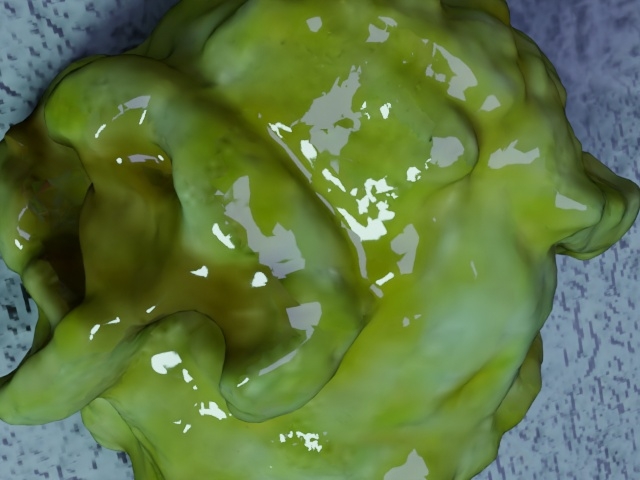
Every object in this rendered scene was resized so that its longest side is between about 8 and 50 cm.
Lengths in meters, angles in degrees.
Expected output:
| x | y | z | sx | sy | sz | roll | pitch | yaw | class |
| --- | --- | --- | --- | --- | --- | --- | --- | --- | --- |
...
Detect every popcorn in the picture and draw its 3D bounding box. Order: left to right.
| x | y | z | sx | sy | sz | roll | pitch | yaw | class |
| --- | --- | --- | --- | --- | --- | --- | --- | --- | --- |
| 0.000 | 0.000 | 0.713 | 0.255 | 0.195 | 0.256 | 0 | 119 | -25 | popcorn |
